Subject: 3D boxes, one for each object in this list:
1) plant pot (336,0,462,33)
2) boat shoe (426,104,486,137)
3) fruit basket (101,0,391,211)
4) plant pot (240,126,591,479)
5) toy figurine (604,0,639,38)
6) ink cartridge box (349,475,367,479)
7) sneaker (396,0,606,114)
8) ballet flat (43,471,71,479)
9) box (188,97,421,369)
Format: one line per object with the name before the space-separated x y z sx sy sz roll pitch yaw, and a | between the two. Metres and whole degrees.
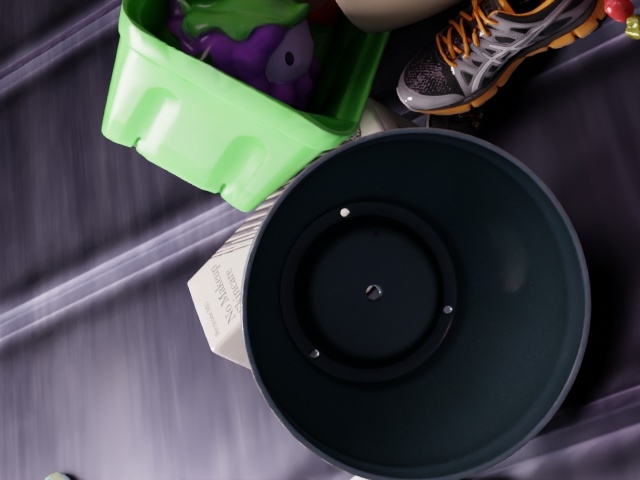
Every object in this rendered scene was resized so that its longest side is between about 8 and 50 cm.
plant pot | 0.114 -0.346 1.814 0.191 0.284 0.284 -8 60 21
boat shoe | 0.132 -0.122 1.877 0.042 0.049 0.133 -30 43 45
fruit basket | -0.047 -0.271 1.895 0.392 0.283 0.392 -59 8 14
plant pot | 0.062 0.050 1.702 0.293 0.293 0.196 -64 11 -2
toy figurine | 0.245 -0.312 1.681 0.191 0.217 0.362 -44 31 26
ink cartridge box | 0.017 0.310 1.730 0.231 0.078 0.134 -42 42 25
sneaker | 0.157 -0.195 1.826 0.215 0.083 0.084 -34 55 12
ballet flat | -0.283 0.309 2.085 0.070 0.070 0.188 -48 40 18
box | 0.000 0.000 1.919 0.275 0.094 0.113 -47 40 19
